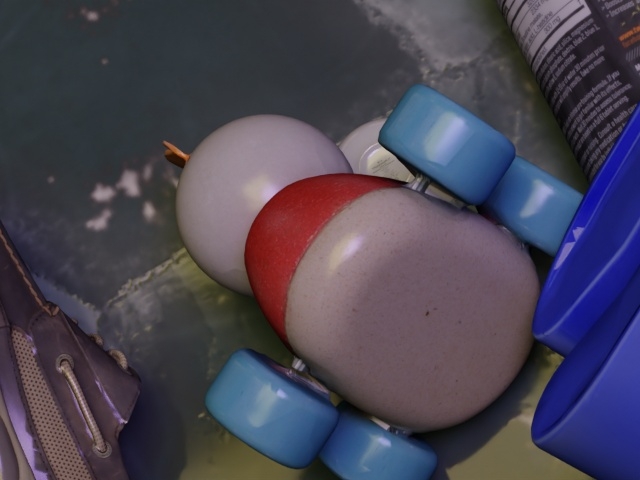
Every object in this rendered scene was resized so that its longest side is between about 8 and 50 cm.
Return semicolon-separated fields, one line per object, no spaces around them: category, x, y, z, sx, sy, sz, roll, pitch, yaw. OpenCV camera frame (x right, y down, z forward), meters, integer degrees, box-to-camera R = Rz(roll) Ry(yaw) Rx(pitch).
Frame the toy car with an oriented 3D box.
toy car;0.000;0.000;1.127;0.238;0.210;0.219;36;94;40

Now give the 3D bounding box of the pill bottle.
pill bottle;0.182;-0.147;1.152;0.130;0.130;0.245;-24;70;2

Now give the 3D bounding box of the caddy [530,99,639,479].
caddy;0.247;0.005;0.953;0.179;0.241;0.341;24;118;-6

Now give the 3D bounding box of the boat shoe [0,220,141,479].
boat shoe;-0.185;0.112;1.144;0.132;0.130;0.355;-29;75;47

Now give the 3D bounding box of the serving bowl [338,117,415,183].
serving bowl;0.044;-0.043;1.199;0.083;0.027;0.083;-3;73;9
